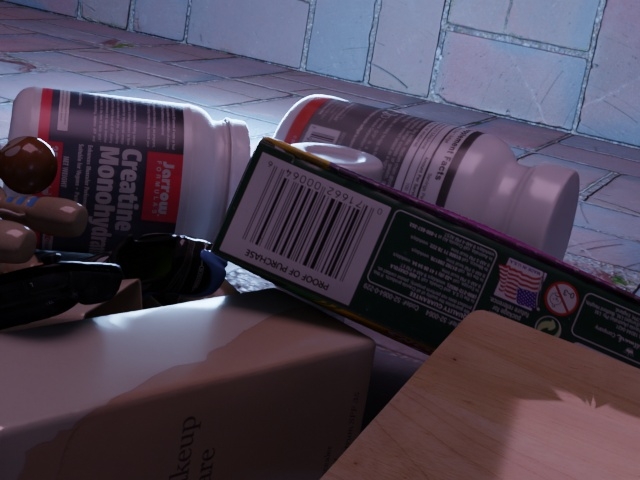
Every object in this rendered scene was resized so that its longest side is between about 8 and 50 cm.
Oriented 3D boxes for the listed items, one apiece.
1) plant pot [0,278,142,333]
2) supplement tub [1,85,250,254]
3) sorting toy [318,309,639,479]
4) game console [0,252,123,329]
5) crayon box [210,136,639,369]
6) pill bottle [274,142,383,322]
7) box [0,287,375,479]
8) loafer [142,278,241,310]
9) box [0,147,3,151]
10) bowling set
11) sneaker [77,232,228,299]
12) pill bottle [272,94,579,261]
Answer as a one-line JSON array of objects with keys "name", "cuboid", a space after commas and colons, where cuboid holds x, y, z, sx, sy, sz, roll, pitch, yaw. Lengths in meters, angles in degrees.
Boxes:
[{"name": "plant pot", "cuboid": [-0.213, 0.094, 0.914, 0.096, 0.109, 0.109, 4, 15, 14]}, {"name": "supplement tub", "cuboid": [-0.232, -0.075, 1.305, 0.272, 0.191, 0.191, 5, 17, -14]}, {"name": "sorting toy", "cuboid": [0.136, 0.188, 0.650, 0.257, 0.089, 0.255, 21, 48, 34]}, {"name": "game console", "cuboid": [-0.309, 0.062, 0.797, 0.361, 0.043, 0.213, -14, 2, 17]}, {"name": "crayon box", "cuboid": [0.103, 0.048, 0.951, 0.363, 0.106, 0.313, 24, -4, 2]}, {"name": "pill bottle", "cuboid": [0.000, 0.000, 1.179, 0.108, 0.193, 0.108, 8, 16, -2]}, {"name": "box", "cuboid": [-0.118, 0.133, 0.752, 0.311, 0.148, 0.121, -9, 25, -44]}, {"name": "loafer", "cuboid": [-0.104, 0.081, 1.033, 0.251, 0.087, 0.094, 15, 17, 20]}, {"name": "box", "cuboid": [-0.471, -0.095, 1.389, 0.114, 0.036, 0.207, 3, -3, -25]}, {"name": "bowling set", "cuboid": [-0.317, -0.011, 1.052, 0.154, 0.199, 0.287, 11, 13, 15]}, {"name": "sneaker", "cuboid": [-0.172, 0.023, 0.992, 0.188, 0.067, 0.078, -11, -30, 34]}, {"name": "pill bottle", "cuboid": [0.124, -0.048, 1.388, 0.363, 0.210, 0.210, 17, 18, 21]}]
